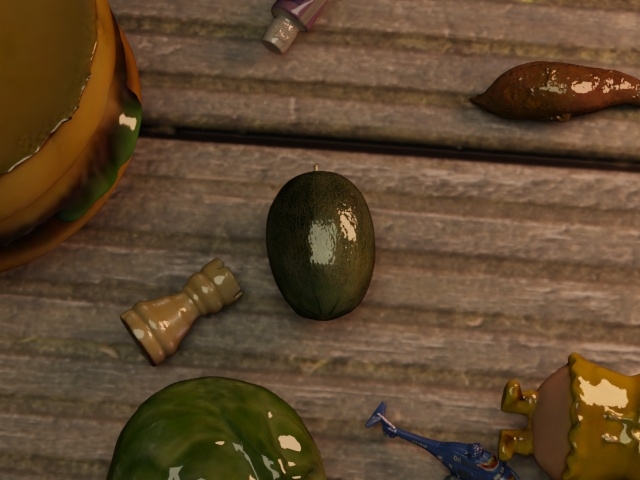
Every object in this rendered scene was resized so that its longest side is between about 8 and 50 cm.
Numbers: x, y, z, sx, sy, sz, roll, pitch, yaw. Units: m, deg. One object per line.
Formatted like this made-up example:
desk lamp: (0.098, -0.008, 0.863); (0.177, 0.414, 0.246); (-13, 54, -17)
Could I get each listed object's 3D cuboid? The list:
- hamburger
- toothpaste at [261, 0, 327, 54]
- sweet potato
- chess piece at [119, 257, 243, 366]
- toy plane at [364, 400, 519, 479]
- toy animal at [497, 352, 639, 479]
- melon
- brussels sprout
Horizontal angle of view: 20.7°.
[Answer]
hamburger: (-0.370, -0.146, 1.785); (0.396, 0.277, 0.395); (-1, 71, 4)
toothpaste: (0.021, -0.335, 1.934); (0.075, 0.048, 0.301); (25, 75, 21)
sweet potato: (0.271, -0.159, 1.859); (0.226, 0.068, 0.068); (-2, 74, 3)
chess piece: (-0.142, 0.072, 1.826); (0.122, 0.066, 0.066); (-33, 75, -12)
toy plane: (0.126, 0.211, 1.764); (0.167, 0.062, 0.054); (21, 55, 25)
toy animal: (0.290, 0.187, 1.730); (0.230, 0.156, 0.156); (8, 75, -5)
melon: (0.000, 0.000, 1.806); (0.114, 0.114, 0.167); (-6, 77, 2)
brussels sprout: (-0.096, 0.252, 1.702); (0.244, 0.244, 0.244); (-1, 74, 3)
